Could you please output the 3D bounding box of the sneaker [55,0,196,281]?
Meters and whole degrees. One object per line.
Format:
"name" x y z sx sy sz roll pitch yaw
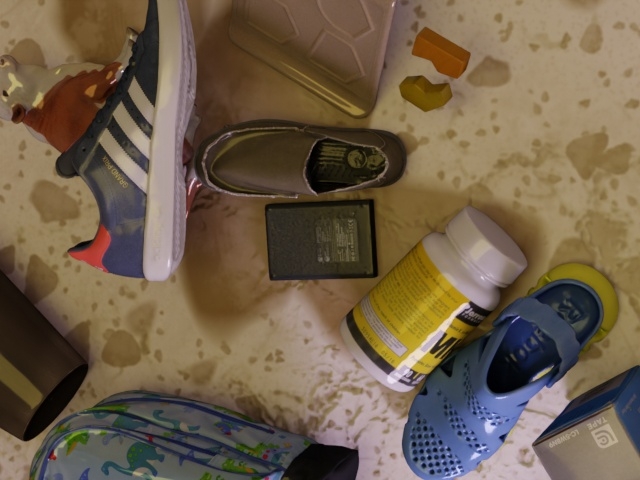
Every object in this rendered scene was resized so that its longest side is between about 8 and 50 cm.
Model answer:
"sneaker" -0.228 -0.130 1.803 0.148 0.131 0.350 5 92 5

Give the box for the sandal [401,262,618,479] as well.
"sandal" 0.200 0.155 1.781 0.126 0.138 0.317 41 108 9

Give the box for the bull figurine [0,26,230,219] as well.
"bull figurine" -0.255 -0.146 1.925 0.310 0.101 0.188 44 101 5

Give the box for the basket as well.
"basket" -0.421 0.136 1.989 0.227 0.154 0.204 36 107 9

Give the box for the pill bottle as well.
"pill bottle" 0.131 0.066 1.803 0.119 0.119 0.208 47 108 9

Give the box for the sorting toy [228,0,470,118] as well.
"sorting toy" 0.030 -0.244 1.797 0.307 0.041 0.229 33 147 13

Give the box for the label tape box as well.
"label tape box" 0.370 0.318 1.680 0.106 0.240 0.333 -31 85 19

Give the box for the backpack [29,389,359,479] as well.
"backpack" -0.176 0.321 1.886 0.355 0.273 0.290 28 111 28

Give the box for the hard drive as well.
"hard drive" 0.000 0.000 1.893 0.135 0.022 0.094 -2 95 19

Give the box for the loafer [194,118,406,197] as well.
"loafer" -0.026 -0.097 1.832 0.251 0.087 0.094 -4 95 4
